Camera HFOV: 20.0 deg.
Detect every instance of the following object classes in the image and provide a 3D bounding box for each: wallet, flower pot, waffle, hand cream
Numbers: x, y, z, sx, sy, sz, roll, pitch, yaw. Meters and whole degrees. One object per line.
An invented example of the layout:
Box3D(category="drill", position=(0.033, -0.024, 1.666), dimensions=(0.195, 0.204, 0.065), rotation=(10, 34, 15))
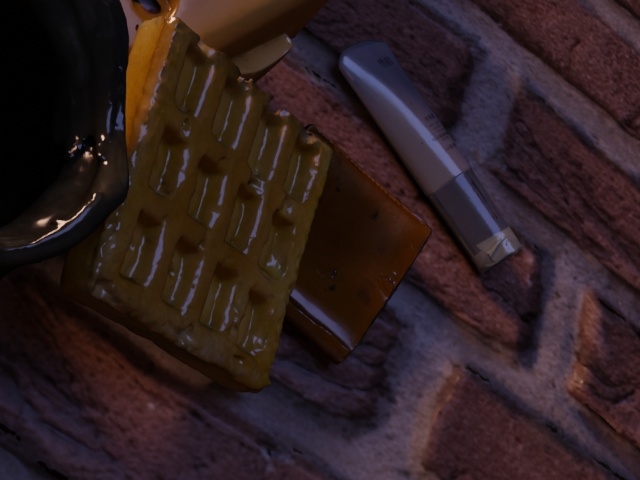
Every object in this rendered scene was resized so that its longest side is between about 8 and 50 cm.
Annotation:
Box3D(category="wallet", position=(-0.001, 0.002, 1.593), dimensions=(0.161, 0.042, 0.195), rotation=(40, 45, -8))
Box3D(category="flower pot", position=(-0.281, -0.080, 1.224), dimensions=(0.302, 0.213, 0.301), rotation=(17, 68, -49))
Box3D(category="waffle", position=(-0.091, -0.021, 1.399), dimensions=(0.248, 0.055, 0.221), rotation=(38, 63, -52))
Box3D(category="hand cream", position=(0.105, -0.085, 1.744), dimensions=(0.255, 0.048, 0.079), rotation=(55, 36, 7))

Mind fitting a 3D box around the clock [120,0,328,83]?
Box3D(category="clock", position=(-0.166, -0.211, 1.489), dimensions=(0.317, 0.200, 0.244), rotation=(-34, 85, -41))
